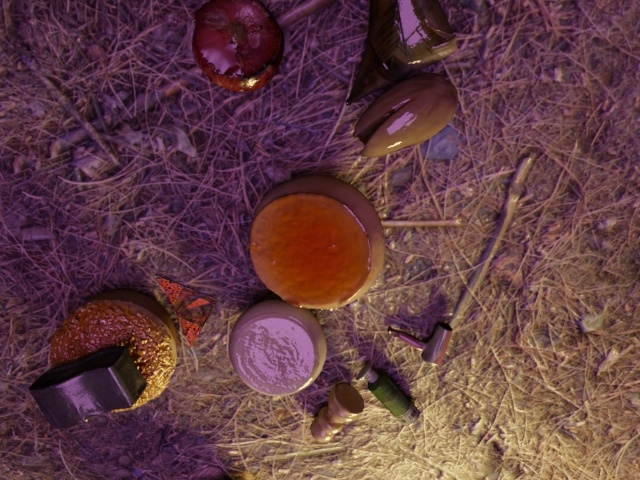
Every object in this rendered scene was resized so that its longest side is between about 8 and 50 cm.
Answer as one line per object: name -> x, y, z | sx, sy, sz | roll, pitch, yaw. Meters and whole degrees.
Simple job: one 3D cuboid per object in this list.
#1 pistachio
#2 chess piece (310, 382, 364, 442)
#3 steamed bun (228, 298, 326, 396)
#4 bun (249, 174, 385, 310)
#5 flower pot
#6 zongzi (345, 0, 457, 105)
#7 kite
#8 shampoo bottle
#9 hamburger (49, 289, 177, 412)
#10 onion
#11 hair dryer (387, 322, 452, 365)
pistachio -> 0.168, -0.245, 1.091 | 0.225, 0.136, 0.136 | -30, 111, 11
chess piece -> 0.035, 0.463, 1.445 | 0.094, 0.094, 0.171 | 28, 120, -12
steamed bun -> -0.098, 0.246, 1.307 | 0.231, 0.145, 0.232 | 1, 101, 5
bun -> 0.000, 0.000, 1.183 | 0.298, 0.165, 0.299 | 7, 114, 16
flower pot -> -0.500, 0.315, 1.181 | 0.229, 0.103, 0.108 | -18, 109, 7
zongzi -> 0.108, -0.402, 1.030 | 0.242, 0.112, 0.221 | -24, 110, 20
kite -> -0.307, 0.164, 1.347 | 0.125, 0.008, 0.223 | -15, 114, 7
shampoo bottle -> 0.174, 0.398, 1.420 | 0.065, 0.065, 0.204 | -36, 109, 16
hamburger -> -0.482, 0.263, 1.305 | 0.301, 0.170, 0.302 | 0, 115, 1
onion -> -0.162, -0.364, 1.040 | 0.183, 0.147, 0.184 | 5, 77, -23
hair dryer -> 0.241, 0.244, 1.359 | 0.154, 0.054, 0.106 | 14, 110, -1
